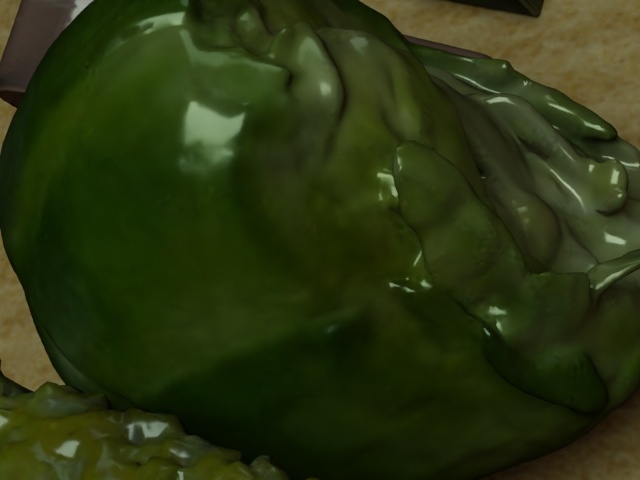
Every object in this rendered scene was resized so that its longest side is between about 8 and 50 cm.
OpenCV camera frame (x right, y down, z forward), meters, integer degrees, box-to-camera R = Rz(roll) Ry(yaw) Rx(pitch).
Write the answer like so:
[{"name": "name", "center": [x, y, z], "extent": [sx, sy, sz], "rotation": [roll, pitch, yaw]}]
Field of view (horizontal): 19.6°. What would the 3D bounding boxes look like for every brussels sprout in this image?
[{"name": "brussels sprout", "center": [0.000, 0.000, 1.049], "extent": [0.276, 0.371, 0.315], "rotation": [-91, 26, -45]}]

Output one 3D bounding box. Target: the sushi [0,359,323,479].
[{"name": "sushi", "center": [-0.099, 0.267, 0.977], "extent": [0.396, 0.351, 0.240], "rotation": [15, 52, 31]}]

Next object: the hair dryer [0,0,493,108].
[{"name": "hair dryer", "center": [-0.027, -0.148, 1.226], "extent": [0.352, 0.125, 0.210], "rotation": [16, 81, 18]}]

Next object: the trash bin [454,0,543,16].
[{"name": "trash bin", "center": [0.100, -0.184, 1.201], "extent": [0.092, 0.043, 0.061], "rotation": [11, 81, 29]}]
